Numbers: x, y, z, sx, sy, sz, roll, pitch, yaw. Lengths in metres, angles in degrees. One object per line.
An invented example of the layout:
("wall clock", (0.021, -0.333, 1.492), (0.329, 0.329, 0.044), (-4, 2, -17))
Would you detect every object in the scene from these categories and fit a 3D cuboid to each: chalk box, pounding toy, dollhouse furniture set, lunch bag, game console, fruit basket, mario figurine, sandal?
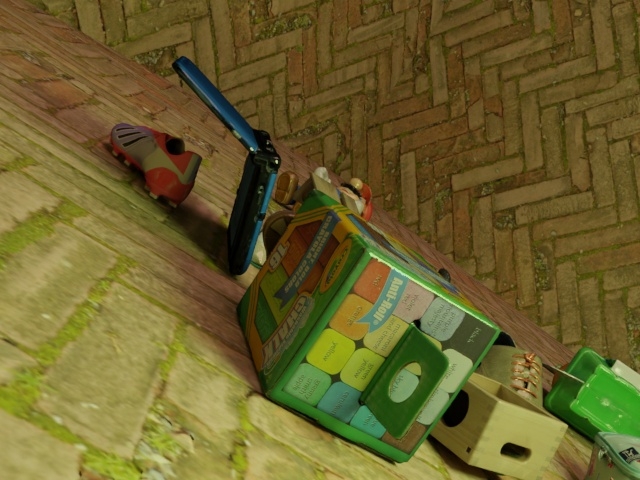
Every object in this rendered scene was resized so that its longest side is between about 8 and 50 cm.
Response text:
("chalk box", (0.045, 0.094, 0.889), (0.179, 0.180, 0.289), (31, 7, -20))
("pounding toy", (0.161, 0.205, 1.054), (0.181, 0.094, 0.206), (23, 3, -32))
("dollhouse furniture set", (0.000, 0.000, 1.472), (0.144, 0.151, 0.123), (29, 28, -34))
("lunch bag", (0.531, 0.361, 1.232), (0.279, 0.108, 0.224), (12, 8, 2))
("game console", (-0.158, -0.118, 1.231), (0.173, 0.250, 0.293), (16, 12, -10))
("fruit basket", (0.599, 0.333, 1.786), (0.327, 0.165, 0.353), (35, 5, 7))
("mario figurine", (0.034, -0.120, 2.111), (0.320, 0.170, 0.198), (7, 62, -57))
("sandal", (-0.043, 0.021, 1.061), (0.180, 0.072, 0.049), (86, -13, -47))

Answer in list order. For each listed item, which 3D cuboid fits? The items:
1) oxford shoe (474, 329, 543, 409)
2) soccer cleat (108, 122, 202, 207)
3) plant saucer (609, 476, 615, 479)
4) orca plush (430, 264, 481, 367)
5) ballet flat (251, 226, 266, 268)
("oxford shoe", (0.271, 0.217, 1.243), (0.123, 0.130, 0.348), (33, 8, -11))
("soccer cleat", (-0.260, -0.141, 1.343), (0.083, 0.095, 0.248), (29, 11, -41))
("plant saucer", (0.436, 0.413, 0.937), (0.259, 0.048, 0.258), (44, 6, -9))
("orca plush", (0.205, 0.135, 1.365), (0.102, 0.151, 0.287), (24, 13, -20))
("ballet flat", (-0.089, 0.001, 1.349), (0.057, 0.052, 0.168), (34, 8, -7))
